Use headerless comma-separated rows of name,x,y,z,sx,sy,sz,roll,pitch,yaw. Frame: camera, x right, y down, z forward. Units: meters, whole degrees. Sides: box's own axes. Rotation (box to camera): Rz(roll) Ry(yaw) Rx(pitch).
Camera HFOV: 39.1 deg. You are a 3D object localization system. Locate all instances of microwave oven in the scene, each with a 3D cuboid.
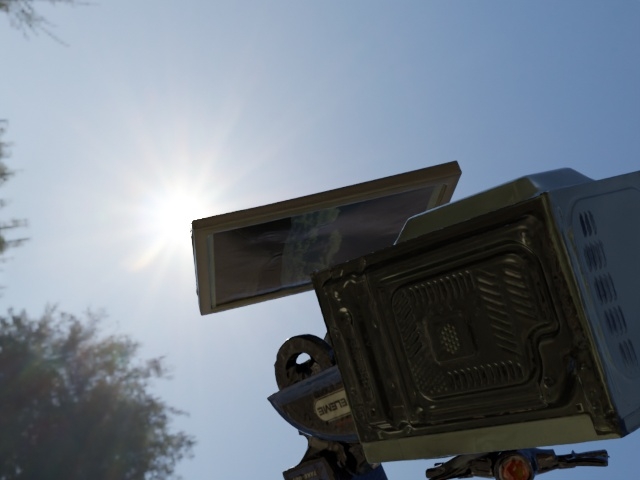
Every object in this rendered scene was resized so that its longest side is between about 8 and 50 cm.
microwave oven,0.112,0.053,0.583,0.208,0.122,0.162,-22,-96,48

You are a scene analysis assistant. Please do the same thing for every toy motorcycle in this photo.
toy motorcycle,0.094,0.151,0.844,0.358,0.125,0.213,-32,-103,40

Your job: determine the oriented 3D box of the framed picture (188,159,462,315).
framed picture,0.000,0.000,0.890,0.189,0.259,0.023,101,-27,-61
